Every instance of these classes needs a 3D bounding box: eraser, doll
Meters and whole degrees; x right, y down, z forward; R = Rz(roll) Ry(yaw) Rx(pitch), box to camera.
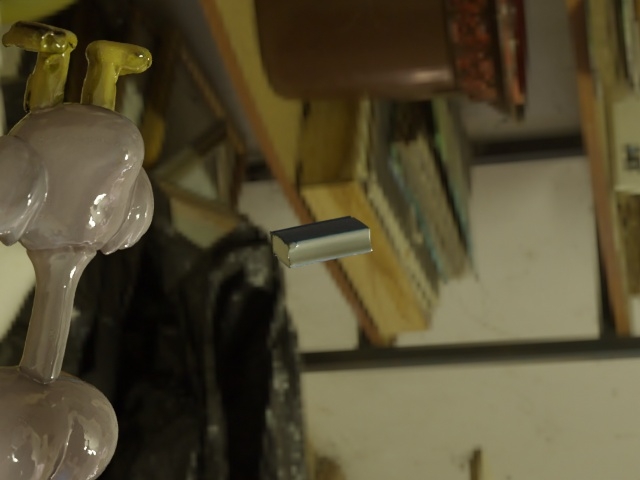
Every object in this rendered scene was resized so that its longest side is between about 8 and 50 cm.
[{"bbox_3d":[0.000,0.000,1.396,0.063,0.085,0.027,-143,-137,-68],"label":"eraser"},{"bbox_3d":[-0.183,0.045,0.965,0.160,0.094,0.365,5,101,-58],"label":"doll"}]
